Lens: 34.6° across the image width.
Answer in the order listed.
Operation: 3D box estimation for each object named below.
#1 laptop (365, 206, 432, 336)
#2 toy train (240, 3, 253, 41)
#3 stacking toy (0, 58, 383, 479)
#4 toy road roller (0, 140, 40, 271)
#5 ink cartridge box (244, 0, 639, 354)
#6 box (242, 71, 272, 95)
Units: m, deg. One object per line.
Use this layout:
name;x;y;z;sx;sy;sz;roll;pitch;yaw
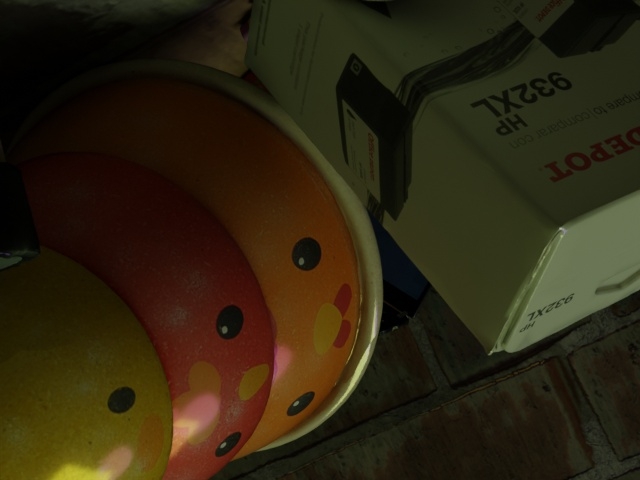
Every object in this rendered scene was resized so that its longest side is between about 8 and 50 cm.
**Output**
laptop;0.000;0.000;1.138;0.264;0.234;0.136;-19;123;-33
toy train;0.004;-0.190;0.830;0.166;0.046;0.125;-15;166;-36
stacking toy;-0.181;0.096;0.679;0.351;0.350;0.480;-30;-170;28
toy road roller;-0.321;-0.040;0.498;0.241;0.202;0.329;-18;176;38
ink cartridge box;0.124;-0.104;0.710;0.223;0.307;0.129;-21;147;-28
box;-0.040;-0.083;1.025;0.123;0.128;0.257;-13;164;-44
